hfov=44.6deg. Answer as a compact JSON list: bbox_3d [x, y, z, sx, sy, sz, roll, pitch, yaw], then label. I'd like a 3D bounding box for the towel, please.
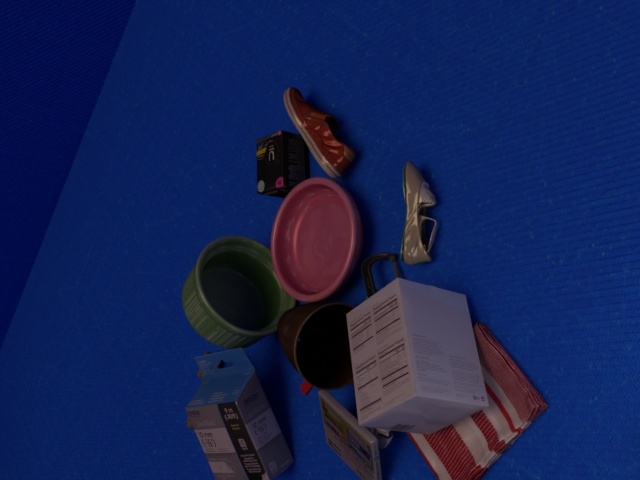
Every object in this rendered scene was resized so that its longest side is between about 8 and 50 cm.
[{"bbox_3d":[0.317,0.374,1.697,0.329,0.037,0.237,-57,47,26],"label":"towel"}]

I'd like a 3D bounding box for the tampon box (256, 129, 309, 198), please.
[{"bbox_3d":[-0.107,-0.213,2.208,0.120,0.101,0.161,-14,74,47],"label":"tampon box"}]

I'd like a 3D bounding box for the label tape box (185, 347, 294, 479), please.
[{"bbox_3d":[-0.249,0.485,2.153,0.249,0.115,0.347,-18,98,45],"label":"label tape box"}]

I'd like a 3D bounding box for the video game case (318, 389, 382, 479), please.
[{"bbox_3d":[0.073,0.484,1.885,0.212,0.023,0.193,36,144,45],"label":"video game case"}]

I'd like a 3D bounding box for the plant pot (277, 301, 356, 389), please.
[{"bbox_3d":[-0.017,0.243,1.983,0.230,0.215,0.215,15,95,62],"label":"plant pot"}]

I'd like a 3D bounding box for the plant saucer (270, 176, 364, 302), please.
[{"bbox_3d":[0.000,0.000,2.071,0.332,0.084,0.332,-8,79,47],"label":"plant saucer"}]

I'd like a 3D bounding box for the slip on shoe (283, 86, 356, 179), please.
[{"bbox_3d":[-0.003,-0.306,2.113,0.101,0.123,0.331,-38,54,11],"label":"slip on shoe"}]

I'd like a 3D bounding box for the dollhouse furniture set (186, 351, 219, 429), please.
[{"bbox_3d":[-0.332,0.463,2.386,0.182,0.101,0.161,-65,20,19],"label":"dollhouse furniture set"}]

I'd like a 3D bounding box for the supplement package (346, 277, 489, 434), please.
[{"bbox_3d":[0.201,0.253,1.679,0.198,0.199,0.262,-41,44,44],"label":"supplement package"}]

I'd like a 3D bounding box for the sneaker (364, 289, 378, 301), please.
[{"bbox_3d":[0.155,0.210,1.891,0.083,0.071,0.190,-12,75,27],"label":"sneaker"}]

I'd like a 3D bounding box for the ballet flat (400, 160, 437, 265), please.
[{"bbox_3d":[0.236,-0.065,1.835,0.086,0.086,0.248,-3,83,48],"label":"ballet flat"}]

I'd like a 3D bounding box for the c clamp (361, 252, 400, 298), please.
[{"bbox_3d":[0.170,0.093,1.891,0.137,0.022,0.160,-26,58,12],"label":"c clamp"}]

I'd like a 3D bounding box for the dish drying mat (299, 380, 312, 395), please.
[{"bbox_3d":[-0.028,0.379,2.097,0.083,0.008,0.032,-54,48,29],"label":"dish drying mat"}]

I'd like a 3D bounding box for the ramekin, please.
[{"bbox_3d":[-0.233,0.151,2.153,0.148,0.303,0.303,-43,54,44],"label":"ramekin"}]

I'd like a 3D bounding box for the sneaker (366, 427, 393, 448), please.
[{"bbox_3d":[0.159,0.376,1.840,0.094,0.153,0.235,20,138,32],"label":"sneaker"}]
